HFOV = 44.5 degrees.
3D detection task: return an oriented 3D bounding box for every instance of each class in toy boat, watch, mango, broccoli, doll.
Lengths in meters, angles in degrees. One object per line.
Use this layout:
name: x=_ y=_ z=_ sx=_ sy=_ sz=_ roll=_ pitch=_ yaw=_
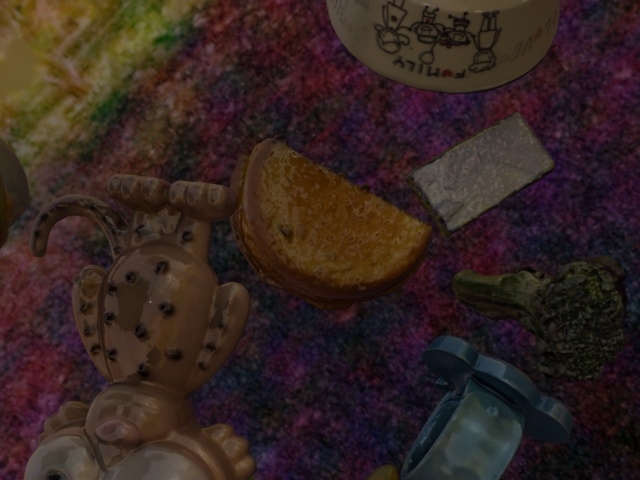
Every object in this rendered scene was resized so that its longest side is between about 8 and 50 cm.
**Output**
toy boat: x=0.132 y=-0.055 z=0.644 sx=0.115 sy=0.063 sz=0.016 roll=-30 pitch=-10 yaw=-13
watch: x=0.189 y=0.252 z=1.007 sx=0.211 sy=0.211 sz=0.193 roll=-6 pitch=43 yaw=56
mango: x=0.101 y=0.499 z=1.476 sx=0.191 sy=0.086 sz=0.122 roll=95 pitch=-161 yaw=-57
broccoli: x=0.282 y=0.089 z=1.079 sx=0.146 sy=0.164 sz=0.304 roll=-18 pitch=14 yaw=-21
doll: x=-0.121 y=0.093 z=0.529 sx=0.119 sy=0.154 sz=0.277 roll=32 pitch=-124 yaw=-82

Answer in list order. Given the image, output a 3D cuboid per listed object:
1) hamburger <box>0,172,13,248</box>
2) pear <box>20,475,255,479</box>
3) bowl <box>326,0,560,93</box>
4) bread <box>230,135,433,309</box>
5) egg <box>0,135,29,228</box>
hamburger: x=-0.280 y=-0.008 z=0.404 sx=0.237 sy=0.237 sz=0.149 roll=-52 pitch=11 yaw=-10
pear: x=-0.216 y=0.313 z=0.712 sx=0.342 sy=0.318 sz=0.238 roll=23 pitch=111 yaw=60
bowl: x=0.125 y=-0.270 z=0.745 sx=0.126 sy=0.238 sz=0.237 roll=94 pitch=-157 yaw=-60
bread: x=0.000 y=0.000 z=1.206 sx=0.178 sy=0.340 sz=0.194 roll=-63 pitch=7 yaw=-15
egg: x=-0.434 y=-0.072 z=0.836 sx=0.183 sy=0.217 sz=0.183 roll=-43 pitch=9 yaw=9
